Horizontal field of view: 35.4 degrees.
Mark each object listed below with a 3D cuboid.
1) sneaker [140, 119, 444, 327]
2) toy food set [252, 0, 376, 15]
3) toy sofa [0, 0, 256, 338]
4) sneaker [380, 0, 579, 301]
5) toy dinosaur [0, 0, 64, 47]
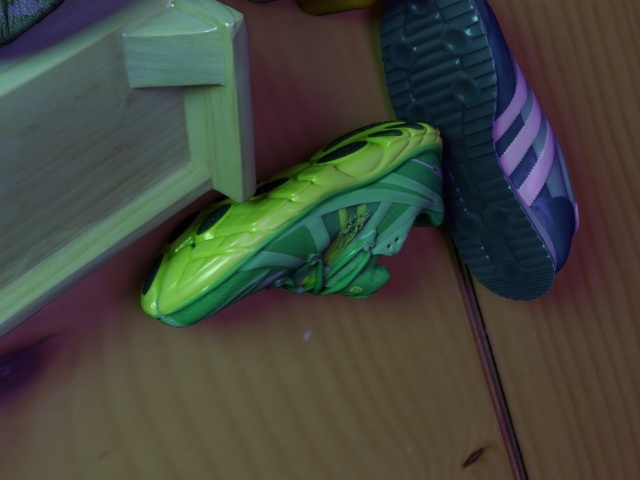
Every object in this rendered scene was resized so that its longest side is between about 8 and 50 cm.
[{"bbox_3d":[0.000,0.000,0.776,0.296,0.109,0.123,-28,107,-32],"label":"sneaker"},{"bbox_3d":[-0.038,-0.258,0.723,0.111,0.104,0.232,-41,117,-27],"label":"toy food set"},{"bbox_3d":[-0.218,-0.030,0.583,0.362,0.177,0.150,-40,146,-32],"label":"toy sofa"},{"bbox_3d":[0.150,-0.109,0.899,0.131,0.112,0.319,-46,124,-44],"label":"sneaker"},{"bbox_3d":[-0.227,-0.152,0.536,0.314,0.121,0.160,18,64,-12],"label":"toy dinosaur"}]
